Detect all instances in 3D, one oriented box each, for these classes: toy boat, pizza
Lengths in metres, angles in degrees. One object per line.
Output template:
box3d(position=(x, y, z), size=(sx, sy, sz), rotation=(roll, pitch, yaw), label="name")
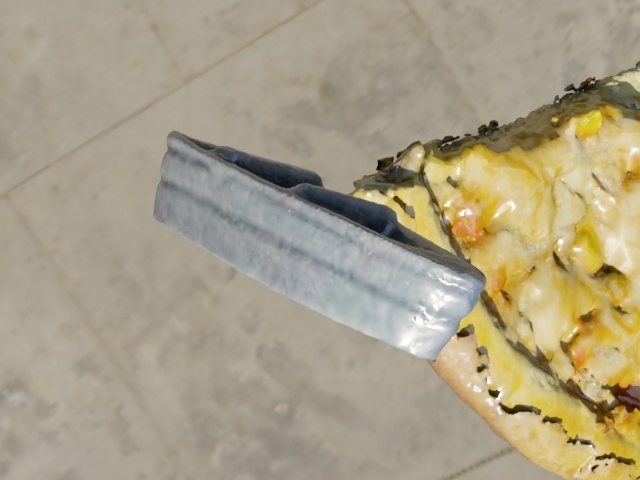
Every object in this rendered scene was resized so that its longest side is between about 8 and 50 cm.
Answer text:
box3d(position=(0.000, 0.000, 1.223), size=(0.283, 0.127, 0.078), rotation=(28, 96, 42), label="toy boat")
box3d(position=(0.231, 0.062, 1.636), size=(0.080, 0.435, 0.392), rotation=(0, 107, 55), label="pizza")
